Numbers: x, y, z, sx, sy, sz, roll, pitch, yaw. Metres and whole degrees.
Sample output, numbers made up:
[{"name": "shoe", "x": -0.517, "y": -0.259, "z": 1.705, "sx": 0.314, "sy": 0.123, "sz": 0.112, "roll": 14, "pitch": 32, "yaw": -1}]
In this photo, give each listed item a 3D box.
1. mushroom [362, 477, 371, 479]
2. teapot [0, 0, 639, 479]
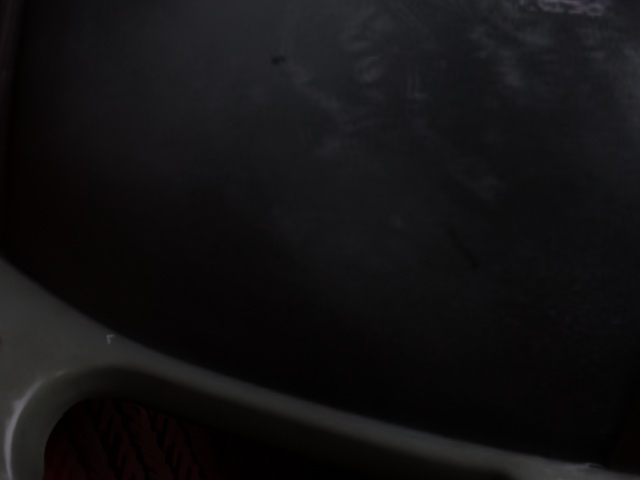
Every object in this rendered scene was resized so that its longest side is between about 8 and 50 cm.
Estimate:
[{"name": "mushroom", "x": 0.061, "y": 0.093, "z": 0.711, "sx": 0.126, "sy": 0.085, "sz": 0.109, "roll": -56, "pitch": 145, "yaw": -58}, {"name": "teapot", "x": 0.000, "y": 0.000, "z": 0.566, "sx": 0.312, "sy": 0.233, "sz": 0.315, "roll": 9, "pitch": 65, "yaw": -2}]
